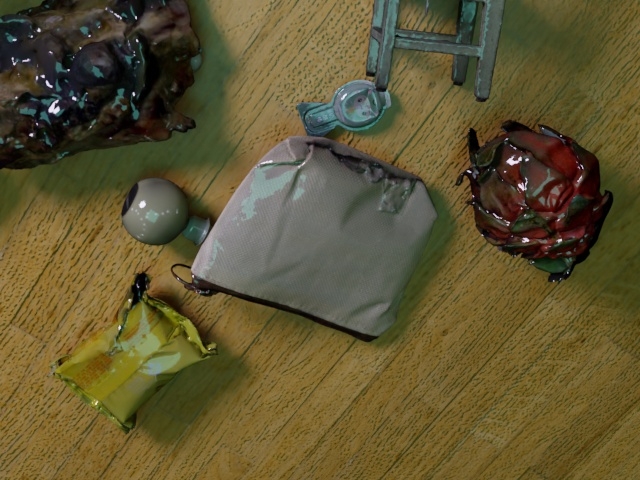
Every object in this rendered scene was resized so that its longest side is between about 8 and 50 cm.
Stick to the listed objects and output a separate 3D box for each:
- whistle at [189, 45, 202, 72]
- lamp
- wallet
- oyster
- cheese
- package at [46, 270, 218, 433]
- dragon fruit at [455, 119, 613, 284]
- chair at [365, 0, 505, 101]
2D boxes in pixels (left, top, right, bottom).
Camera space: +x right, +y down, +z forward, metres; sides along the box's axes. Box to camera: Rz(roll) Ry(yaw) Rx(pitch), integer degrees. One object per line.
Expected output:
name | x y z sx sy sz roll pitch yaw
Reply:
whistle | -0.189 -0.215 0.925 0.100 0.035 0.035 -38 107 14
lamp | -0.187 -0.021 0.980 0.163 0.091 0.091 28 109 -27
wallet | 0.000 0.003 0.977 0.335 0.068 0.275 20 112 -26
oyster | -0.324 -0.211 0.862 0.360 0.096 0.222 -12 87 -2
cheese | 0.034 -0.172 0.950 0.120 0.026 0.067 -18 110 6
package | -0.273 0.167 1.040 0.226 0.090 0.168 -41 103 10
dragon fruit | 0.276 -0.057 0.928 0.182 0.182 0.188 -43 124 14
chair | 0.141 -0.311 0.841 0.147 0.136 0.271 5 112 -5
